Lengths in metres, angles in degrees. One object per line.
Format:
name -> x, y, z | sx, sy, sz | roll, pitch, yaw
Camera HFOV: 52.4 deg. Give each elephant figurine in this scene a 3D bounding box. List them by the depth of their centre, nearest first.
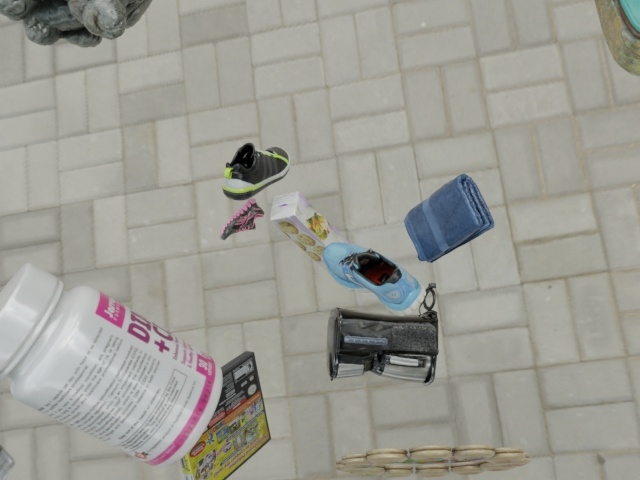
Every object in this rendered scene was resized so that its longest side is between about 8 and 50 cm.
elephant figurine -> -0.233, -0.292, 0.709 | 0.240, 0.169, 0.185 | 6, 98, 38

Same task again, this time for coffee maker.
coffee maker -> 0.103, 0.160, 1.123 | 0.178, 0.120, 0.171 | 7, 61, -9

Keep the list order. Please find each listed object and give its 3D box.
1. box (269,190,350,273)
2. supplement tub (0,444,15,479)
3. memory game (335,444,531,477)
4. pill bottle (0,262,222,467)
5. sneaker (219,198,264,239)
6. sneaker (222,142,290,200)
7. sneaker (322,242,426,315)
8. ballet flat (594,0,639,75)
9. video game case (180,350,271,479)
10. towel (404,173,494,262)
box -> 0.000, 0.000, 1.460 | 0.067, 0.324, 0.063 | -7, 59, 28
supplement tub -> -0.487, 0.252, 0.802 | 0.117, 0.117, 0.190 | -39, 97, 3
memory game -> 0.106, 0.212, 0.619 | 0.186, 0.186, 0.012 | -7, 64, 11
pill bottle -> -0.280, 0.158, 0.821 | 0.283, 0.160, 0.160 | 37, 89, -25
sneaker -> -0.172, -0.038, 1.445 | 0.057, 0.047, 0.119 | 45, 74, -2
sneaker -> -0.134, -0.171, 1.414 | 0.084, 0.234, 0.097 | 13, 124, 20
sneaker -> 0.059, 0.030, 0.805 | 0.162, 0.073, 0.063 | 24, 69, 46
ballet flat -> 0.447, -0.389, 0.960 | 0.123, 0.123, 0.348 | -8, 63, 11
video game case -> -0.231, 0.431, 1.534 | 0.035, 0.275, 0.248 | 1, 108, 35
towel -> 0.138, -0.022, 0.717 | 0.029, 0.119, 0.067 | -15, 77, -28
